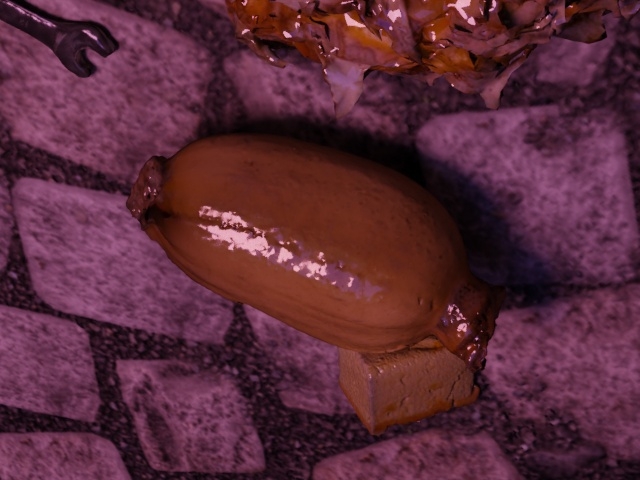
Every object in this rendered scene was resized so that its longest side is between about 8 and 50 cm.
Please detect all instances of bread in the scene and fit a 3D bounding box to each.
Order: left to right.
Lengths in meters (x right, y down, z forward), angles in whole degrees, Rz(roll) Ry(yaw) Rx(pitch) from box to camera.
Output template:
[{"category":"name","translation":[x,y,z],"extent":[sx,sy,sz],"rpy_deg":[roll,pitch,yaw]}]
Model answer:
[{"category":"bread","translation":[0.076,0.107,0.986],"extent":[0.109,0.080,0.084],"rpy_deg":[-16,126,-11]}]

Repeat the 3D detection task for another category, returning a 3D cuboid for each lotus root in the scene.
[{"category":"lotus root","translation":[0.000,0.000,0.859],"extent":[0.303,0.131,0.146],"rpy_deg":[22,153,5]}]

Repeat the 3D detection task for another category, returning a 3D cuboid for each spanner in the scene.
[{"category":"spanner","translation":[-0.279,-0.200,0.887],"extent":[0.254,0.015,0.054],"rpy_deg":[28,130,-1]}]

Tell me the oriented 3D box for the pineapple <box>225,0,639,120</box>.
[{"category":"pineapple","translation":[0.061,-0.241,0.557],"extent":[0.352,0.300,0.352],"rpy_deg":[11,135,12]}]
